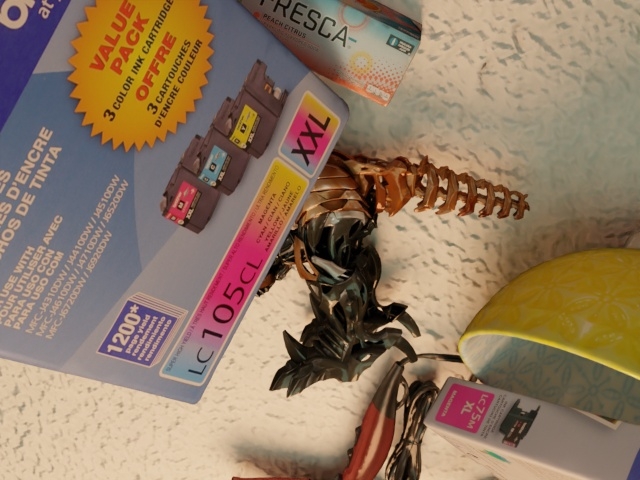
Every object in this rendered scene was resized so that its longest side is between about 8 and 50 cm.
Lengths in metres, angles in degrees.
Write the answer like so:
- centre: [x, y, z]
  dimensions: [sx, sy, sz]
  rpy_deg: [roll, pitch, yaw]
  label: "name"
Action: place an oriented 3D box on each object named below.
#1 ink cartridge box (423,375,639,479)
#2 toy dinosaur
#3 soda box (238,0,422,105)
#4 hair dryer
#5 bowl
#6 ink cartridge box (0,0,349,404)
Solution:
- centre: [0.250, 0.202, 0.748]
  dimensions: [0.186, 0.311, 0.065]
  rpy_deg: [39, 74, -29]
  label: "ink cartridge box"
- centre: [0.000, 0.000, 0.771]
  dimensions: [0.322, 0.164, 0.218]
  rpy_deg: [-4, 101, 33]
  label: "toy dinosaur"
- centre: [-0.013, -0.179, 0.724]
  dimensions: [0.183, 0.058, 0.063]
  rpy_deg: [25, 117, -6]
  label: "soda box"
- centre: [0.041, 0.232, 0.929]
  dimensions: [0.293, 0.080, 0.224]
  rpy_deg: [-20, 104, 6]
  label: "hair dryer"
- centre: [0.275, 0.085, 0.744]
  dimensions: [0.289, 0.289, 0.156]
  rpy_deg: [33, 75, -9]
  label: "bowl"
- centre: [-0.175, -0.070, 0.572]
  dimensions: [0.151, 0.395, 0.270]
  rpy_deg: [25, 87, 34]
  label: "ink cartridge box"
